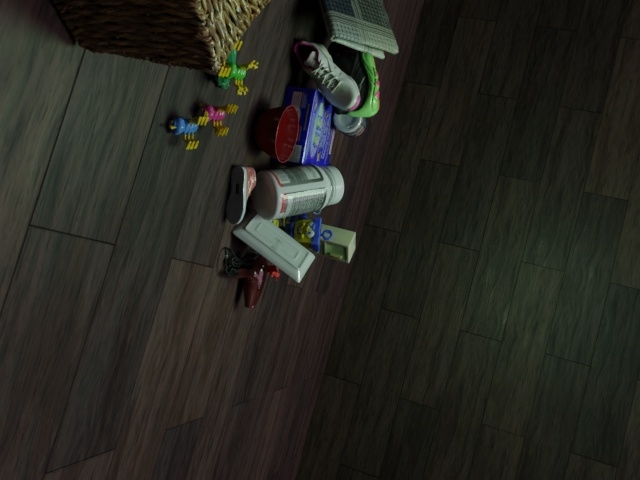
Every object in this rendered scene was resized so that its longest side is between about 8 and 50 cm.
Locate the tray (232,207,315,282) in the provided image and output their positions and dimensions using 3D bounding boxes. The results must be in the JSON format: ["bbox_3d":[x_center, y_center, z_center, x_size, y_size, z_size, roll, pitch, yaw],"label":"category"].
[{"bbox_3d":[-0.143,0.008,1.799,0.030,0.270,0.145,-47,-173,44],"label":"tray"}]

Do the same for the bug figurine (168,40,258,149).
[{"bbox_3d":[-0.259,-0.356,1.327,0.279,0.072,0.216,-61,165,18],"label":"bug figurine"}]

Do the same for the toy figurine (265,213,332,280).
[{"bbox_3d":[-0.058,-0.034,1.974,0.191,0.217,0.363,72,21,-60],"label":"toy figurine"}]

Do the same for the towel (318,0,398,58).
[{"bbox_3d":[0.113,-0.780,1.885,0.324,0.056,0.312,-3,72,-41],"label":"towel"}]

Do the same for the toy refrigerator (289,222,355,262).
[{"bbox_3d":[0.000,0.000,2.242,0.102,0.269,0.094,89,22,-46],"label":"toy refrigerator"}]

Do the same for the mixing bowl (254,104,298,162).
[{"bbox_3d":[-0.146,-0.344,1.751,0.181,0.098,0.181,15,90,-74],"label":"mixing bowl"}]

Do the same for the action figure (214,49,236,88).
[{"bbox_3d":[-0.247,-0.468,1.363,0.232,0.063,0.137,95,15,-52],"label":"action figure"}]

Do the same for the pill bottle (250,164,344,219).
[{"bbox_3d":[-0.072,-0.166,1.836,0.283,0.161,0.161,-13,121,-37],"label":"pill bottle"}]

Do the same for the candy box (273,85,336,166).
[{"bbox_3d":[-0.044,-0.390,2.023,0.317,0.122,0.268,0,102,-73],"label":"candy box"}]

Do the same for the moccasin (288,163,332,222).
[{"bbox_3d":[-0.024,-0.201,2.215,0.138,0.116,0.342,116,-1,-60],"label":"moccasin"}]

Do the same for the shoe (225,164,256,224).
[{"bbox_3d":[-0.236,-0.138,1.683,0.081,0.063,0.178,-15,114,-67],"label":"shoe"}]

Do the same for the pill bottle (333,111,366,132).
[{"bbox_3d":[0.117,-0.452,2.117,0.180,0.108,0.108,-9,112,-77],"label":"pill bottle"}]

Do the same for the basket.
[{"bbox_3d":[-0.264,-0.437,0.897,0.213,0.299,0.223,77,33,-55],"label":"basket"}]

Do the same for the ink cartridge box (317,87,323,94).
[{"bbox_3d":[0.020,-0.621,2.216,0.063,0.029,0.115,66,40,-65],"label":"ink cartridge box"}]

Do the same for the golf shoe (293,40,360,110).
[{"bbox_3d":[0.013,-0.554,1.862,0.115,0.306,0.140,-46,159,21],"label":"golf shoe"}]

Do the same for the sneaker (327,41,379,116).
[{"bbox_3d":[0.083,-0.659,2.001,0.185,0.202,0.483,83,-3,-66],"label":"sneaker"}]

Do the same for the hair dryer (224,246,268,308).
[{"bbox_3d":[-0.254,0.104,1.852,0.223,0.080,0.294,-49,139,-44],"label":"hair dryer"}]
